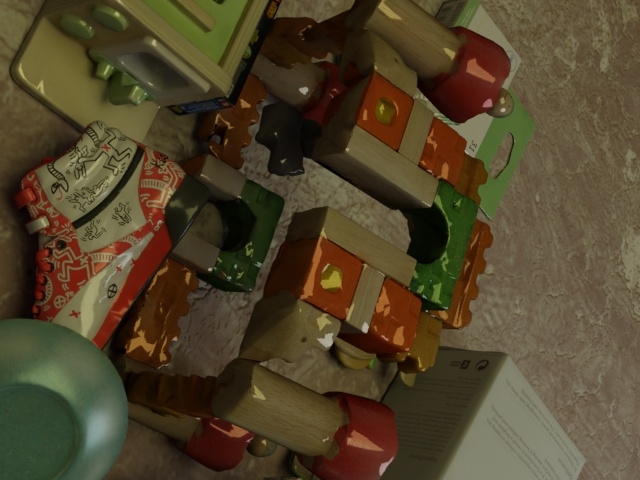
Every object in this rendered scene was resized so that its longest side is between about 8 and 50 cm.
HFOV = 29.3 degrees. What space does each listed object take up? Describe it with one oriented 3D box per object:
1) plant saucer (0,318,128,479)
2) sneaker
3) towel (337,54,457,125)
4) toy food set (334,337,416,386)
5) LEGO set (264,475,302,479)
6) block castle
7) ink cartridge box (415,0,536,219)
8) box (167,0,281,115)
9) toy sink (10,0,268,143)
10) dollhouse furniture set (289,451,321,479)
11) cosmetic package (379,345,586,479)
[{"bbox_3d":[-0.258,0.163,1.042,0.195,0.037,0.195,-6,110,-16],"label":"plant saucer"},{"bbox_3d":[-0.232,0.022,1.108,0.145,0.090,0.270,35,85,-7],"label":"sneaker"},{"bbox_3d":[0.094,-0.194,1.395,0.152,0.023,0.113,4,84,-13],"label":"towel"},{"bbox_3d":[0.040,0.079,1.388,0.192,0.038,0.132,33,60,-32],"label":"toy food set"},{"bbox_3d":[-0.062,0.286,1.178,0.287,0.132,0.107,2,83,-29],"label":"LEGO set"},{"bbox_3d":[0.000,0.000,1.171,0.213,0.303,0.453,30,70,-32],"label":"block castle"},{"bbox_3d":[0.201,-0.162,1.523,0.235,0.056,0.171,45,60,-30],"label":"ink cartridge box"},{"bbox_3d":[-0.097,-0.191,1.220,0.027,0.094,0.137,37,66,-36],"label":"box"},{"bbox_3d":[-0.154,-0.214,1.142,0.153,0.131,0.234,38,65,-35],"label":"toy sink"},{"bbox_3d":[-0.028,0.285,1.326,0.076,0.058,0.151,44,42,-25],"label":"dollhouse furniture set"},{"bbox_3d":[0.124,0.333,1.379,0.217,0.156,0.385,53,58,-28],"label":"cosmetic package"}]
